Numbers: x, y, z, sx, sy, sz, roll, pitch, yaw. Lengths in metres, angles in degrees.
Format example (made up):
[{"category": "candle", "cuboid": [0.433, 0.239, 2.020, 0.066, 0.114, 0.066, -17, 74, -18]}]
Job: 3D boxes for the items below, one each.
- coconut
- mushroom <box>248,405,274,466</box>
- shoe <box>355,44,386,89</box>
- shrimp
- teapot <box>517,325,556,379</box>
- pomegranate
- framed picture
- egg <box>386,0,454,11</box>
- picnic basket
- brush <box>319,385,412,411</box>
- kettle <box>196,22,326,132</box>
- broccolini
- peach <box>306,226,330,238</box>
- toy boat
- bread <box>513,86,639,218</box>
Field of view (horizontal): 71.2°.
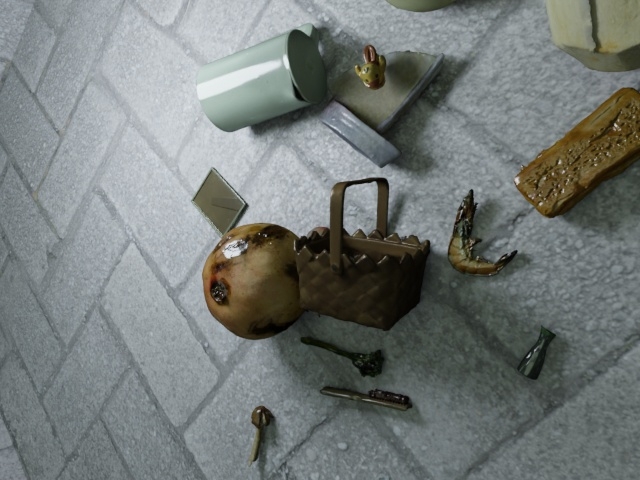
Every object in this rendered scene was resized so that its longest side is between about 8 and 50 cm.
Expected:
[{"category": "coconut", "cuboid": [0.537, -0.461, 0.739, 0.323, 0.323, 0.322, -1, 88, 32]}, {"category": "mushroom", "cuboid": [-0.183, 0.582, 1.325, 0.061, 0.060, 0.187, 13, 99, 33]}, {"category": "shoe", "cuboid": [0.120, -0.412, 1.070, 0.072, 0.069, 0.109, 5, 61, 34]}, {"category": "shrimp", "cuboid": [0.368, -0.011, 1.002, 0.148, 0.035, 0.195, 16, 104, 34]}, {"category": "teapot", "cuboid": [0.458, 0.235, 0.940, 0.043, 0.043, 0.110, 27, 101, 30]}, {"category": "pomegranate", "cuboid": [-0.165, 0.107, 1.197, 0.322, 0.322, 0.322, -1, 88, 32]}, {"category": "framed picture", "cuboid": [-0.334, -0.123, 1.458, 0.203, 0.015, 0.150, 45, 111, 25]}, {"category": "egg", "cuboid": [0.224, -0.634, 1.002, 0.269, 0.219, 0.219, 30, 104, 34]}, {"category": "picnic basket", "cuboid": [0.099, 0.018, 1.042, 0.291, 0.254, 0.320, 7, 103, 32]}, {"category": "brush", "cuboid": [0.112, 0.397, 1.153, 0.248, 0.043, 0.036, 0, 82, 33]}, {"category": "kettle", "cuboid": [-0.153, -0.457, 1.271, 0.318, 0.265, 0.205, -8, 116, 32]}, {"category": "broccolini", "cuboid": [0.058, 0.303, 1.201, 0.254, 0.071, 0.057, 10, 136, 38]}, {"category": "peach", "cuboid": [0.000, 0.002, 1.209, 0.083, 0.083, 0.083, -1, 88, 32]}, {"category": "toy boat", "cuboid": [0.132, -0.346, 1.132, 0.276, 0.111, 0.293, 27, 90, 30]}, {"category": "bread", "cuboid": [0.524, -0.170, 0.886, 0.271, 0.077, 0.139, -44, 64, 22]}]
